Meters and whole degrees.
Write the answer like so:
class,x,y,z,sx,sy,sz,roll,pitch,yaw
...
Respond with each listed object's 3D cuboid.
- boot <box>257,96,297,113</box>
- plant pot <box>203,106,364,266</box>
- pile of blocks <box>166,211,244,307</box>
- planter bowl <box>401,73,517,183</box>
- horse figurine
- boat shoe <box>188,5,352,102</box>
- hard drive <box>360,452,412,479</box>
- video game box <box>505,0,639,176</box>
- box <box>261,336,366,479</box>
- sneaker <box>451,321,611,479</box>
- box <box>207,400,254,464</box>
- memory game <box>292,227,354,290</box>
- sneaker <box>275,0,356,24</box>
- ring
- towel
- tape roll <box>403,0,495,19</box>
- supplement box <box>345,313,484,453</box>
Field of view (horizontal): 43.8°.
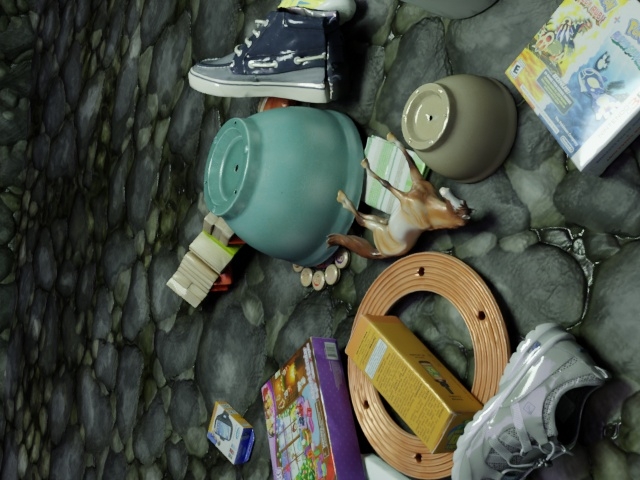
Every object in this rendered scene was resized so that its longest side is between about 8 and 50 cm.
class,x,y,z,sx,sy,sz,roll,pitch,yaw
boot,-0.065,-0.294,1.567,0.084,0.059,0.158,49,129,39
plant pot,-0.086,-0.112,1.417,0.293,0.196,0.293,-26,58,52
pile of blocks,-0.205,0.027,1.669,0.112,0.149,0.362,40,137,0
planter bowl,0.189,-0.171,1.161,0.162,0.109,0.162,-15,71,50
horse figurine,0.112,-0.042,1.230,0.174,0.066,0.263,45,137,4
boat shoe,-0.101,-0.351,1.461,0.340,0.127,0.158,8,119,25
hard drive,0.138,0.471,1.162,0.307,0.040,0.203,20,100,52
video game box,0.351,-0.217,1.008,0.187,0.048,0.205,-51,47,31
box,-0.017,0.338,1.338,0.201,0.057,0.293,-51,40,42
sneaker,0.257,0.246,0.995,0.115,0.105,0.281,40,117,45
box,-0.181,0.391,1.609,0.136,0.028,0.081,27,104,53
memory game,0.000,0.000,1.456,0.186,0.012,0.186,-13,73,51
sneaker,-0.013,-0.468,1.498,0.240,0.091,0.126,9,90,54
ring,0.158,0.185,1.199,0.336,0.032,0.337,-13,73,52
towel,0.118,-0.103,1.318,0.152,0.023,0.113,30,110,49
tape roll,0.175,-0.472,1.185,0.246,0.169,0.246,-13,74,50
supplement box,0.132,0.200,1.141,0.233,0.078,0.080,44,118,48
